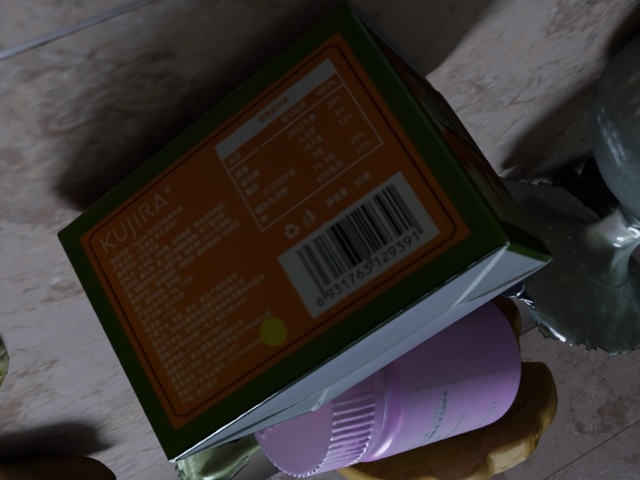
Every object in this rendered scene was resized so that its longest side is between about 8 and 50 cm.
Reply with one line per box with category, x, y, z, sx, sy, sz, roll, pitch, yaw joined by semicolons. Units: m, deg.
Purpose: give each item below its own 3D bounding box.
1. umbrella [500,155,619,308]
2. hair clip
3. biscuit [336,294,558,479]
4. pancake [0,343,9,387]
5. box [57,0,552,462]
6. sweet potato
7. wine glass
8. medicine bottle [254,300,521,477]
umbrella;0.267;-0.003;0.882;0.110;0.122;0.272;10;-153;33
hair clip;-0.052;0.191;1.009;0.321;0.138;0.091;-22;-154;-28
biscuit;0.156;0.209;1.090;0.351;0.312;0.057;-29;130;-12
pancake;-0.274;0.114;0.514;0.158;0.028;0.158;-28;166;-8
box;0.000;0.000;0.443;0.195;0.148;0.177;-36;165;17
sweet potato;-0.276;0.285;0.844;0.131;0.131;0.337;-33;163;8
wine glass;0.310;-0.061;0.659;0.238;0.238;0.323;-16;156;-40
medicine bottle;0.074;0.155;0.910;0.291;0.178;0.178;-6;151;-37
